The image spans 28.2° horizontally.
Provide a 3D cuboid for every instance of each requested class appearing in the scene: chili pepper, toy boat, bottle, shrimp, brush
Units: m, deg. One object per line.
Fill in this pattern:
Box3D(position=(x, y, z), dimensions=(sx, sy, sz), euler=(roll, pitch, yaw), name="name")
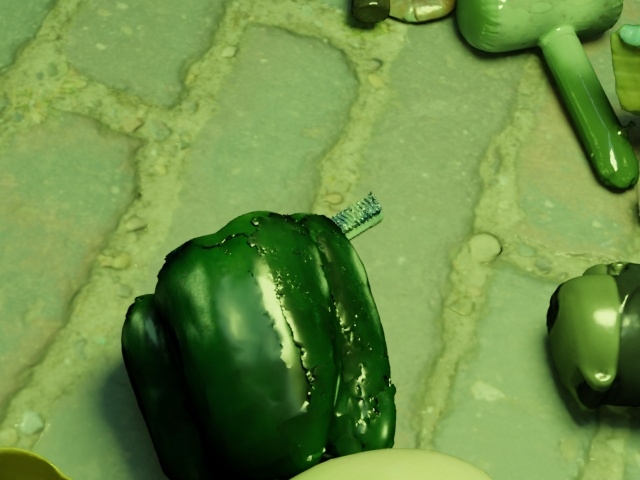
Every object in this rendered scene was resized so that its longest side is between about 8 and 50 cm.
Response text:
Box3D(position=(-0.051, 0.116, 1.192), dimensions=(0.233, 0.248, 0.257), euler=(-9, 66, -28), name="chili pepper")
Box3D(position=(0.430, -0.164, 1.470), dimensions=(0.111, 0.276, 0.084), euler=(12, 85, 47), name="toy boat")
Box3D(position=(0.405, 0.113, 1.296), dimensions=(0.346, 0.168, 0.168), euler=(8, 54, 2), name="bottle")
Box3D(position=(0.117, -0.386, 1.675), dimensions=(0.143, 0.052, 0.251), euler=(-1, 54, 0), name="shrimp")
Box3D(position=(0.000, 0.000, 1.401), dimensions=(0.178, 0.030, 0.033), euler=(-32, 75, -26), name="brush")

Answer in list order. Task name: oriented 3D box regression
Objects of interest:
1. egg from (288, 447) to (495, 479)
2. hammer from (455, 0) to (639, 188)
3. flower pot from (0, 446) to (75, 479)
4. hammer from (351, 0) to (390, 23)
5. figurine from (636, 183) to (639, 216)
Box3D(position=(0.030, 0.320, 1.020), dimensions=(0.283, 0.283, 0.345), euler=(30, 64, 13), name="egg")
Box3D(position=(0.305, -0.209, 1.548), dimensions=(0.206, 0.119, 0.336), euler=(-13, 64, -14), name="hammer")
Box3D(position=(-0.267, 0.299, 1.061), dimensions=(0.195, 0.179, 0.195), euler=(3, 53, -4), name="flower pot")
Box3D(position=(0.066, -0.458, 1.695), dimensions=(0.168, 0.044, 0.440), euler=(-8, 55, 16), name="hammer")
Box3D(position=(0.488, -0.016, 1.412), dimensions=(0.276, 0.133, 0.200), euler=(33, 35, 16), name="figurine")
